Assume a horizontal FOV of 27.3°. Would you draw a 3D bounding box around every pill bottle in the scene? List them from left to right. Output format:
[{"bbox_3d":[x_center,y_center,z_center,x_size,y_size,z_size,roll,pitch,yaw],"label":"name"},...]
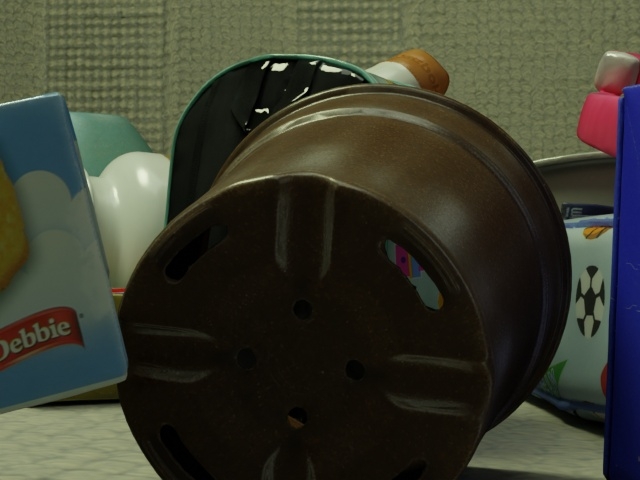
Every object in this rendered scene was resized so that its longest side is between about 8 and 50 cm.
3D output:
[{"bbox_3d":[-0.095,0.010,0.872,0.229,0.131,0.131,7,-1,-26],"label":"pill bottle"}]

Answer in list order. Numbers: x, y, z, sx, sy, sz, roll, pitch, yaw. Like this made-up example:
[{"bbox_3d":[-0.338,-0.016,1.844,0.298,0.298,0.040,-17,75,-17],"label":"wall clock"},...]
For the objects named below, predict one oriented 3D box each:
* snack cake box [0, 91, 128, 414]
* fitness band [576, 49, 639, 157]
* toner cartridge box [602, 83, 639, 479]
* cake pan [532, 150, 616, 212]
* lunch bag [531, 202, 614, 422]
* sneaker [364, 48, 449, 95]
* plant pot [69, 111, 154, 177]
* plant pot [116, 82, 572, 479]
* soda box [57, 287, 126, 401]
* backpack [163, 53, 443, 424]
[{"bbox_3d":[-0.204,0.027,0.412,0.264,0.089,0.152,-15,7,-14],"label":"snack cake box"},{"bbox_3d":[0.280,-0.058,0.757,0.291,0.054,0.209,-1,18,-41],"label":"fitness band"},{"bbox_3d":[0.186,0.025,0.377,0.075,0.165,0.348,0,2,-11],"label":"toner cartridge box"},{"bbox_3d":[0.216,0.016,0.974,0.293,0.054,0.293,1,-21,0],"label":"cake pan"},{"bbox_3d":[0.241,0.043,0.717,0.243,0.115,0.303,3,2,-11],"label":"lunch bag"},{"bbox_3d":[0.042,-0.028,1.015,0.123,0.106,0.290,-37,-20,-30],"label":"sneaker"},{"bbox_3d":[-0.259,-0.025,1.286,0.290,0.195,0.290,0,2,0],"label":"plant pot"},{"bbox_3d":[0.008,0.027,0.496,0.167,0.167,0.165,1,9,12],"label":"plant pot"},{"bbox_3d":[-0.089,0.059,0.776,0.181,0.061,0.058,0,2,-22],"label":"soda box"},{"bbox_3d":[0.000,0.000,0.689,0.166,0.188,0.144,1,2,40],"label":"backpack"}]
